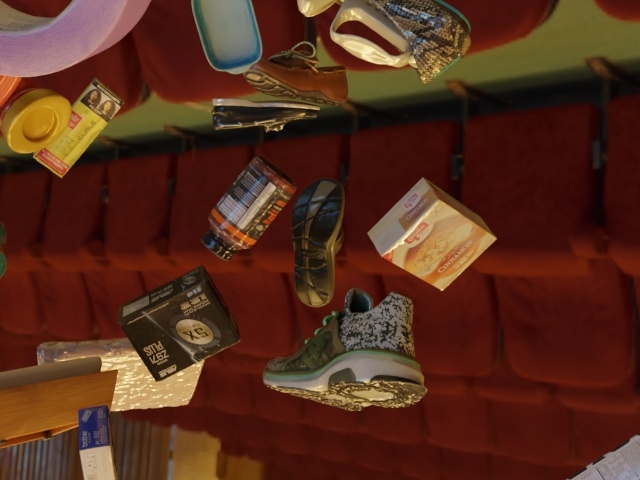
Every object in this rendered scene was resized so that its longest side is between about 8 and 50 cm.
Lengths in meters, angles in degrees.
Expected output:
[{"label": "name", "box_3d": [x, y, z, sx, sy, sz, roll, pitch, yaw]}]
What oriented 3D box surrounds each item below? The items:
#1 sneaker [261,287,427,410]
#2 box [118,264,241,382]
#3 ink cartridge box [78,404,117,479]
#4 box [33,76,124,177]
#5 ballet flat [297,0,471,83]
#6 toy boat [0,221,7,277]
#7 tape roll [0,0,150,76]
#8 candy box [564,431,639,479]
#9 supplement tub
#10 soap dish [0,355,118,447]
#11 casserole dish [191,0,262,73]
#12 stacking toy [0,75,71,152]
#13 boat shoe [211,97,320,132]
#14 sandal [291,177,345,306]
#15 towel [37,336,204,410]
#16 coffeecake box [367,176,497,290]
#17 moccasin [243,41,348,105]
[{"label": "sneaker", "box_3d": [0.045, 0.175, 1.427, 0.158, 0.182, 0.410, 23, 159, -26]}, {"label": "box", "box_3d": [-0.264, 0.156, 1.640, 0.180, 0.147, 0.077, -26, -156, 0]}, {"label": "ink cartridge box", "box_3d": [-0.328, 0.360, 1.309, 0.046, 0.207, 0.097, -7, -152, -13]}, {"label": "box", "box_3d": [-0.564, -0.263, 2.033, 0.087, 0.232, 0.058, 40, -175, -22]}, {"label": "ballet flat", "box_3d": [0.068, -0.469, 1.693, 0.483, 0.182, 0.164, 42, 175, 20]}, {"label": "toy boat", "box_3d": [-0.672, 0.096, 1.634, 0.148, 0.318, 0.267, 29, -152, -13]}, {"label": "tape roll", "box_3d": [-0.302, -0.308, 0.874, 0.275, 0.274, 0.090, 3, -157, 9]}, {"label": "candy box", "box_3d": [0.523, 0.421, 1.553, 0.233, 0.071, 0.159, -36, 153, 11]}, {"label": "supplement tub", "box_3d": [-0.141, -0.057, 1.664, 0.106, 0.198, 0.106, 38, -173, -6]}, {"label": "soap dish", "box_3d": [-0.532, 0.299, 1.539, 0.229, 0.118, 0.291, -23, 167, 32]}, {"label": "casserole dish", "box_3d": [-0.180, -0.419, 1.693, 0.114, 0.188, 0.037, -14, -156, 2]}, {"label": "stacking toy", "box_3d": [-0.561, -0.213, 1.336, 0.130, 0.279, 0.309, 45, 167, 17]}, {"label": "boat shoe", "box_3d": [-0.152, -0.347, 2.431, 0.303, 0.091, 0.114, 1, -170, -7]}, {"label": "sandal", "box_3d": [-0.001, 0.001, 1.982, 0.120, 0.302, 0.086, 16, -159, 25]}, {"label": "towel", "box_3d": [-0.420, 0.283, 1.841, 0.332, 0.053, 0.317, -2, 150, -17]}, {"label": "coffeecake box", "box_3d": [0.199, -0.008, 1.544, 0.186, 0.142, 0.068, 28, -156, -41]}, {"label": "moccasin", "box_3d": [-0.057, -0.449, 2.316, 0.380, 0.146, 0.139, 0, -173, -45]}]
